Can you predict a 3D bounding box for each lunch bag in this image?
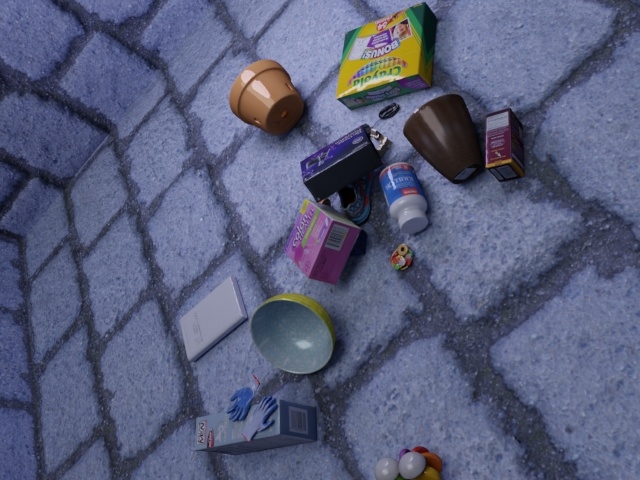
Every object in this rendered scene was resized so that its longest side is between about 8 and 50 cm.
[{"bbox_3d":[0.114,0.009,1.954,0.065,0.067,0.098,-8,66,38],"label":"lunch bag"}]

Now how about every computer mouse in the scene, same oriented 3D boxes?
[{"bbox_3d":[0.191,-0.434,2.122,0.242,0.041,0.071,-41,48,17],"label":"computer mouse"}]

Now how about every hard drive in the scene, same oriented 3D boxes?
[{"bbox_3d":[-0.437,0.317,2.292,0.319,0.040,0.210,-40,49,19],"label":"hard drive"}]

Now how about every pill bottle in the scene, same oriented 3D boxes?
[{"bbox_3d":[0.276,-0.136,1.848,0.124,0.124,0.221,-32,52,25],"label":"pill bottle"}]

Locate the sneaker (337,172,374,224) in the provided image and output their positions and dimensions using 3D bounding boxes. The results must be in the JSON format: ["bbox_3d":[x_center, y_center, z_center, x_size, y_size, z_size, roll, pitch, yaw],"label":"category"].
[{"bbox_3d":[0.118,-0.196,2.009,0.104,0.125,0.261,-19,59,33],"label":"sneaker"}]

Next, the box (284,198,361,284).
[{"bbox_3d":[0.000,0.000,1.955,0.213,0.117,0.243,-67,29,12],"label":"box"}]

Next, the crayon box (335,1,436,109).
[{"bbox_3d":[0.246,-0.692,2.152,0.363,0.106,0.312,-7,65,38],"label":"crayon box"}]

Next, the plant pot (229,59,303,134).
[{"bbox_3d":[-0.207,-0.582,2.389,0.291,0.291,0.203,-50,64,10],"label":"plant pot"}]

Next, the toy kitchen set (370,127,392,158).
[{"bbox_3d":[0.197,-0.356,2.059,0.083,0.068,0.075,34,93,45],"label":"toy kitchen set"}]

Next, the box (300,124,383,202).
[{"bbox_3d":[0.068,-0.267,1.964,0.261,0.103,0.184,-30,31,11],"label":"box"}]

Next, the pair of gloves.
[{"bbox_3d":[-0.214,0.522,1.759,0.159,0.023,0.198,-55,43,2],"label":"pair of gloves"}]

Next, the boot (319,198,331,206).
[{"bbox_3d":[-0.020,-0.092,2.126,0.085,0.059,0.157,24,87,49],"label":"boot"}]

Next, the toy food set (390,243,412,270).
[{"bbox_3d":[0.263,0.057,1.837,0.083,0.020,0.082,-41,49,18],"label":"toy food set"}]

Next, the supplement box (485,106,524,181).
[{"bbox_3d":[0.551,-0.285,1.699,0.081,0.104,0.188,-11,62,37],"label":"supplement box"}]

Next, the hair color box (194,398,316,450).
[{"bbox_3d":[-0.216,0.618,1.858,0.375,0.185,0.113,-22,56,31],"label":"hair color box"}]

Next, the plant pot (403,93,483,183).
[{"bbox_3d":[0.406,-0.299,1.780,0.215,0.215,0.230,-34,65,23],"label":"plant pot"}]

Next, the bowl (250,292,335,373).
[{"bbox_3d":[-0.072,0.283,1.896,0.290,0.289,0.156,-26,13,29],"label":"bowl"}]

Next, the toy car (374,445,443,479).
[{"bbox_3d":[0.243,0.617,1.517,0.182,0.159,0.136,-26,20,30],"label":"toy car"}]
